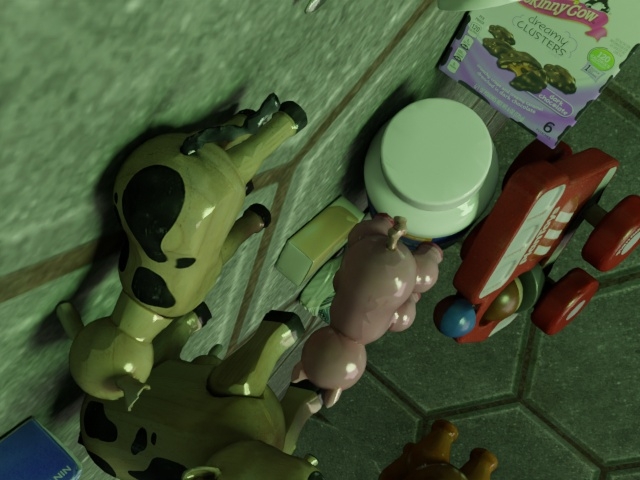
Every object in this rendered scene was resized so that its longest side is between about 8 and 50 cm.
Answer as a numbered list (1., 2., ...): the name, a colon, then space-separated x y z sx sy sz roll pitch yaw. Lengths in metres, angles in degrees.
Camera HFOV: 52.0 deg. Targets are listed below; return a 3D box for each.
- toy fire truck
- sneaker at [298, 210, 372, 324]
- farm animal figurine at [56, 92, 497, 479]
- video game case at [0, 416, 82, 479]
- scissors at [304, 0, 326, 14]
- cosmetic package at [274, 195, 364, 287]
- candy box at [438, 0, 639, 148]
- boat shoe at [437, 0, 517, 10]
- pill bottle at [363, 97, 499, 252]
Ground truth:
1. toy fire truck: 0.246 0.017 0.817 0.254 0.169 0.302 -17 143 -40
2. sneaker: 0.093 0.036 1.129 0.283 0.122 0.110 -52 171 11
3. farm animal figurine: -0.062 0.109 0.425 0.327 0.330 0.172 -19 -161 45
4. video game case: -0.296 0.272 0.419 0.269 0.061 0.244 -38 166 -52
5. scissors: 0.081 -0.244 0.316 0.297 0.021 0.109 -49 173 -2
6. cosmetic package: 0.000 0.000 0.802 0.115 0.041 0.060 -43 168 -40
7. candy box: 0.244 -0.223 0.695 0.070 0.165 0.196 -46 169 -37
8. boat shoe: 0.203 -0.280 0.528 0.302 0.114 0.091 -38 127 -23
9. pill bottle: 0.129 -0.071 0.786 0.152 0.152 0.272 -50 171 -1
